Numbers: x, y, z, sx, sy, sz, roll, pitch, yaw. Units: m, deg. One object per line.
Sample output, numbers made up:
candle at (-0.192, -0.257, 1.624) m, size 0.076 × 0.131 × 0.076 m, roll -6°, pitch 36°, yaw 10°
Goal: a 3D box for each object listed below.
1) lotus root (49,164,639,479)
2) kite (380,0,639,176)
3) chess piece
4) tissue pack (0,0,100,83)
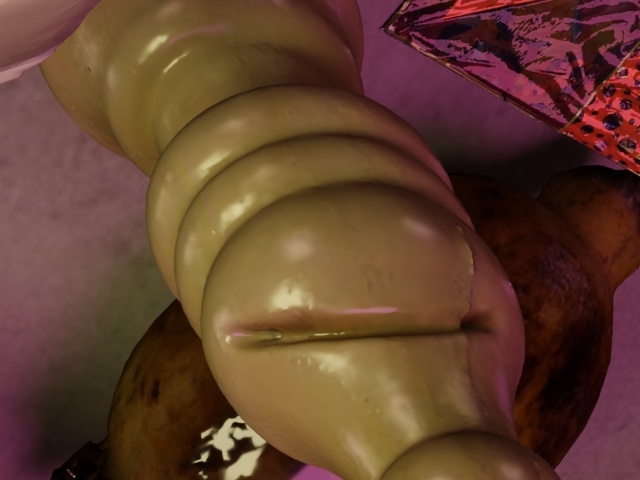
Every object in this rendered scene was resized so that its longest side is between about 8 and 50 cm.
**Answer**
lotus root at (0.021, 0.065, 0.830) m, size 0.314 × 0.141 × 0.169 m, roll -35°, pitch 136°, yaw -6°
kite at (0.085, -0.096, 0.794) m, size 0.125 × 0.008 × 0.222 m, roll -10°, pitch 122°, yaw 1°
chess piece at (0.000, 0.000, 0.631) m, size 0.124 × 0.307 × 0.139 m, roll -18°, pitch 136°, yaw -13°
tissue pack at (-0.255, -0.129, 0.367) m, size 0.380 × 0.207 × 0.297 m, roll -19°, pitch 92°, yaw -15°
